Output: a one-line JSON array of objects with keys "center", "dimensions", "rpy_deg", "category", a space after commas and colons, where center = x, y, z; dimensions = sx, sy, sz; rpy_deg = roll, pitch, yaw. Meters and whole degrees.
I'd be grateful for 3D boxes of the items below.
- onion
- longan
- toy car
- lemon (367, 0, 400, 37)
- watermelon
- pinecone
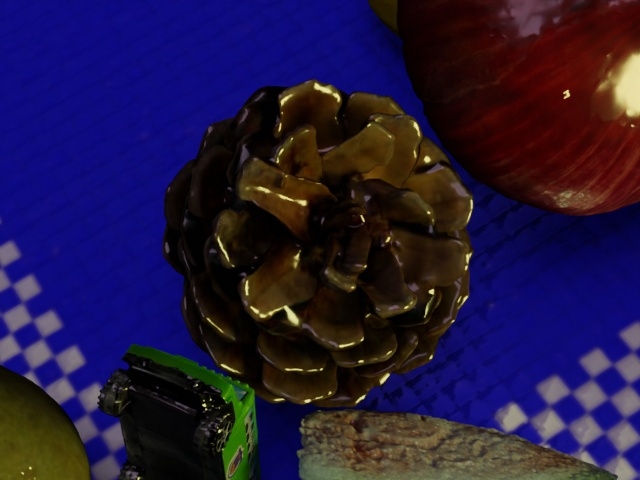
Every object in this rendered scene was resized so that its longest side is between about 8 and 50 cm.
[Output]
[{"center": [0.161, -0.130, 0.797], "dimensions": [0.161, 0.248, 0.248], "rpy_deg": [13, 60, 44], "category": "onion"}, {"center": [-0.205, 0.147, 0.741], "dimensions": [0.155, 0.176, 0.145], "rpy_deg": [-2, 16, 38], "category": "longan"}, {"center": [-0.069, 0.111, 0.726], "dimensions": [0.071, 0.165, 0.062], "rpy_deg": [19, 52, 17], "category": "toy car"}, {"center": [0.080, -0.184, 0.903], "dimensions": [0.109, 0.109, 0.133], "rpy_deg": [-39, 79, -15], "category": "lemon"}, {"center": [0.072, 0.137, 0.751], "dimensions": [0.180, 0.081, 0.094], "rpy_deg": [14, 46, -4], "category": "watermelon"}, {"center": [-0.003, -0.003, 0.756], "dimensions": [0.179, 0.204, 0.184], "rpy_deg": [-34, 74, -9], "category": "pinecone"}]
